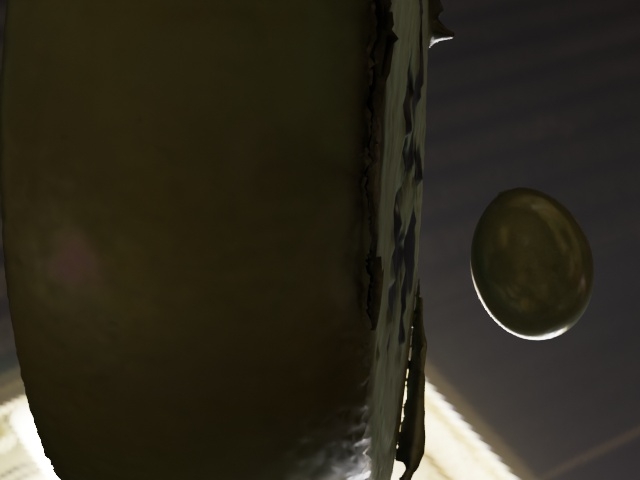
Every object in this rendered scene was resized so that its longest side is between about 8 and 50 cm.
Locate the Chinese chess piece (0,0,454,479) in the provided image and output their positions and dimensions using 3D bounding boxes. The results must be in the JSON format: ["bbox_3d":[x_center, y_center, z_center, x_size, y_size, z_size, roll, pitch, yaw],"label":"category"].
[{"bbox_3d":[-0.024,-0.042,0.680,0.146,0.349,0.349,2,-145,8],"label":"Chinese chess piece"}]

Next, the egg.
[{"bbox_3d":[0.198,0.020,1.452,0.114,0.114,0.152,1,-118,-25],"label":"egg"}]
